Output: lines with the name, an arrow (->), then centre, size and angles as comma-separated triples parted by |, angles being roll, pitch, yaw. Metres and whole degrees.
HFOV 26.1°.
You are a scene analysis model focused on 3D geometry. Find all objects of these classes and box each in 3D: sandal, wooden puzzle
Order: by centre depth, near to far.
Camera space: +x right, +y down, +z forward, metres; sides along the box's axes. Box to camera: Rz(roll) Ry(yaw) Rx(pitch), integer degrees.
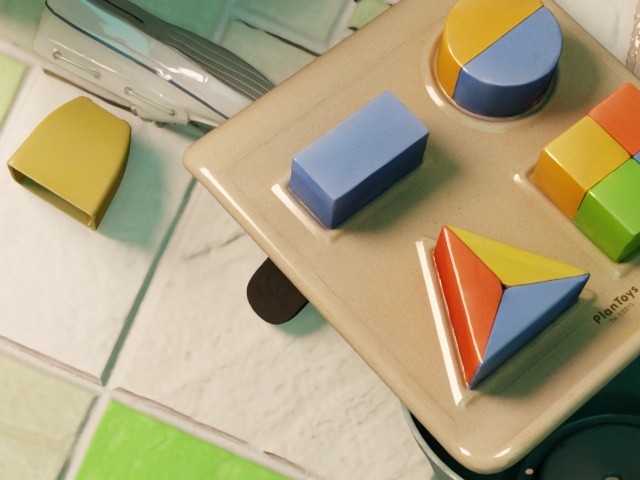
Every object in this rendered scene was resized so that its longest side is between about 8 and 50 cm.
wooden puzzle -> 0.121, -0.051, 1.014 | 0.322, 0.080, 0.348 | -37, 67, -19
sandal -> 0.000, 0.000, 1.117 | 0.067, 0.040, 0.179 | 45, 109, 15

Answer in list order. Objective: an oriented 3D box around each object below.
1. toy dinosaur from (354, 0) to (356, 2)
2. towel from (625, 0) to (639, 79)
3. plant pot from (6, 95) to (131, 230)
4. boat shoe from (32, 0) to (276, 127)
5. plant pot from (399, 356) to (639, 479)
toy dinosaur -> 0.133, -0.300, 1.136 | 0.268, 0.064, 0.118 | -21, 99, 2
towel -> 0.334, -0.082, 1.155 | 0.187, 0.049, 0.282 | 13, 92, -2
plant pot -> -0.195, -0.068, 1.119 | 0.081, 0.081, 0.083 | 32, 80, -3
boat shoe -> -0.128, -0.132, 1.128 | 0.226, 0.083, 0.076 | 32, 114, 0
plant pot -> 0.219, 0.143, 1.055 | 0.293, 0.293, 0.196 | -19, 134, -2
